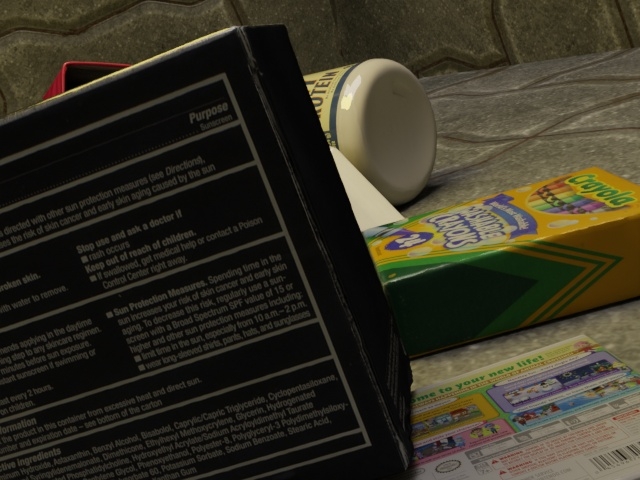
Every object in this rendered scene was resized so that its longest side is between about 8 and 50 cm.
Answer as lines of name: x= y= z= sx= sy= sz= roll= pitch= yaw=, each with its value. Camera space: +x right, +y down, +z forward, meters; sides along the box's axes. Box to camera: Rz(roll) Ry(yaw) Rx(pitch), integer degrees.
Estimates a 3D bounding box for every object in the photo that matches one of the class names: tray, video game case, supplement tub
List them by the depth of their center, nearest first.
video game case: x=0.127 y=0.134 z=0.562 sx=0.212 sy=0.023 sz=0.193 roll=-18 pitch=15 yaw=-5
tray: x=0.000 y=-0.062 z=1.106 sx=0.145 sy=0.030 sz=0.270 roll=-4 pitch=30 yaw=-21
supplement tub: x=0.003 y=-0.163 z=1.402 sx=0.325 sy=0.235 sz=0.235 roll=-3 pitch=18 yaw=40

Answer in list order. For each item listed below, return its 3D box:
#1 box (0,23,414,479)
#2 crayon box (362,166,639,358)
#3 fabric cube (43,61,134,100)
box: x=-0.118 y=0.033 z=0.599 sx=0.296 sy=0.294 sz=0.183 roll=-18 pitch=14 yaw=11
crayon box: x=0.214 y=0.006 z=0.839 sx=0.323 sy=0.083 sz=0.203 roll=-15 pitch=14 yaw=1
fabric cube: x=-0.336 y=-0.146 z=1.447 sx=0.254 sy=0.259 sz=0.258 roll=1 pitch=-3 yaw=-25
